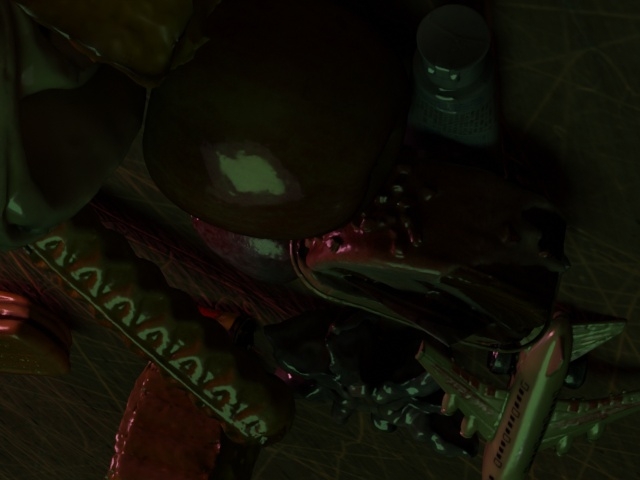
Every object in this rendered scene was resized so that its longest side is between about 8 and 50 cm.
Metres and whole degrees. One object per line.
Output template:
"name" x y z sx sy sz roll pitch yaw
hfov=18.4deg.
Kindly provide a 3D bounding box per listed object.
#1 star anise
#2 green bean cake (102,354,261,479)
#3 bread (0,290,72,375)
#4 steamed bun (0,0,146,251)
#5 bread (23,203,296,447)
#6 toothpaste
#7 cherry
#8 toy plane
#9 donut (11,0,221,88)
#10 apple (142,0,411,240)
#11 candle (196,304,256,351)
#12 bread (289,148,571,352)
"star anise" 0.056 0.132 1.890 0.236 0.093 0.229 35 151 -19
"green bean cake" -0.142 0.232 2.093 0.131 0.229 0.224 16 151 8
"bread" -0.365 0.099 2.169 0.200 0.077 0.116 2 147 31
"steamed bun" -0.265 -0.172 1.377 0.346 0.237 0.394 38 -169 23
"bread" -0.166 0.065 1.868 0.367 0.077 0.084 43 110 -9
"toothpaste" 0.097 -0.099 1.459 0.089 0.057 0.234 19 162 10
"cherry" 0.000 0.000 1.692 0.225 0.090 0.107 14 147 -6
"toy plane" 0.188 0.146 1.790 0.229 0.092 0.244 11 136 -6
"donut" 0.000 -0.296 0.830 0.163 0.435 0.377 -121 13 -75
"apple" -0.030 -0.090 1.409 0.174 0.188 0.188 23 155 9
"candle" -0.133 0.089 2.002 0.131 0.052 0.052 11 153 23
"bread" 0.089 0.013 1.549 0.224 0.142 0.212 16 168 -10
